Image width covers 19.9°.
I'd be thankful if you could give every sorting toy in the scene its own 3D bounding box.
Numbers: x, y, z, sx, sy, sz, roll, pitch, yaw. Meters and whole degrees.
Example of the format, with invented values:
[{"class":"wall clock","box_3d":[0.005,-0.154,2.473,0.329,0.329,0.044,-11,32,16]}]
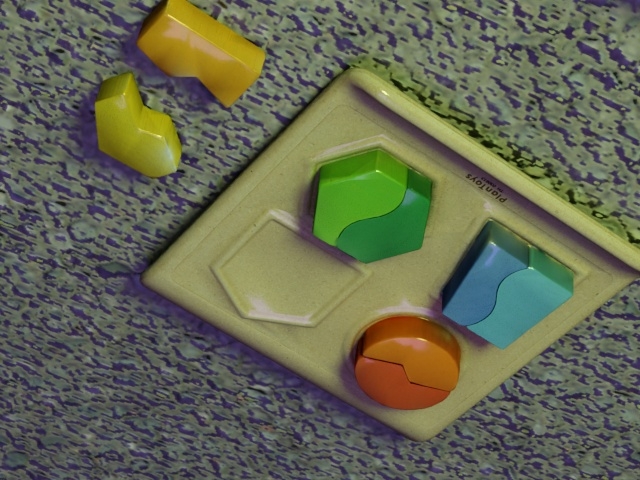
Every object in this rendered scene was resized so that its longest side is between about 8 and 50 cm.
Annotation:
[{"class":"sorting toy","box_3d":[0.000,0.000,1.016,0.307,0.041,0.229,31,133,-20]}]
